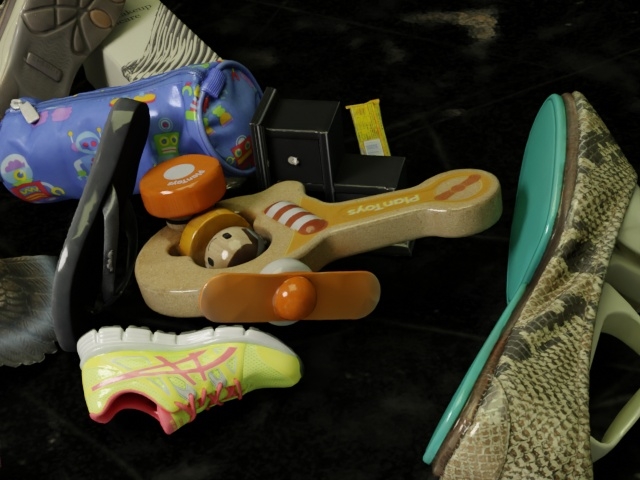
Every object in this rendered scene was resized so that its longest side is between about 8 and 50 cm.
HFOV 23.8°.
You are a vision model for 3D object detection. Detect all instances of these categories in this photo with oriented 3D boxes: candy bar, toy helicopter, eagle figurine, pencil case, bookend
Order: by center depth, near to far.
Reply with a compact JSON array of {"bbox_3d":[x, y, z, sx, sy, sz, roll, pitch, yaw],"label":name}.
[{"bbox_3d":[0.000,0.000,1.424,0.355,0.140,0.235,-13,26,1],"label":"toy helicopter"},{"bbox_3d":[-0.390,0.007,1.449,0.225,0.298,0.226,-16,52,11],"label":"eagle figurine"},{"bbox_3d":[0.019,-0.069,1.551,0.157,0.156,0.072,4,38,13],"label":"bookend"},{"bbox_3d":[-0.207,-0.114,1.605,0.306,0.133,0.119,-6,45,29],"label":"pencil case"},{"bbox_3d":[0.057,-0.117,1.722,0.040,0.018,0.161,-11,37,0],"label":"candy bar"}]

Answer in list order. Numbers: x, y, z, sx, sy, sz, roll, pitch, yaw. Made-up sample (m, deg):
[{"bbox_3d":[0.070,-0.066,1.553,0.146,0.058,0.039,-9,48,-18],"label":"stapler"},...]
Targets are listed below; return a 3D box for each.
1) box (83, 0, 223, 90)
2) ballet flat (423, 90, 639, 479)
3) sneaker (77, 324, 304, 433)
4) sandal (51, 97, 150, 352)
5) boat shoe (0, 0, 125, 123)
[{"bbox_3d":[-0.187,-0.189,1.791,0.113,0.094,0.275,-24,40,-20],"label":"box"},{"bbox_3d":[0.233,0.061,1.376,0.182,0.164,0.483,22,47,1],"label":"ballet flat"},{"bbox_3d":[-0.118,0.133,1.383,0.208,0.081,0.094,-1,61,0],"label":"sneaker"},{"bbox_3d":[-0.204,-0.013,1.466,0.054,0.255,0.097,15,-3,8],"label":"sandal"},{"bbox_3d":[-0.340,-0.241,1.765,0.130,0.132,0.355,7,67,43],"label":"boat shoe"}]
